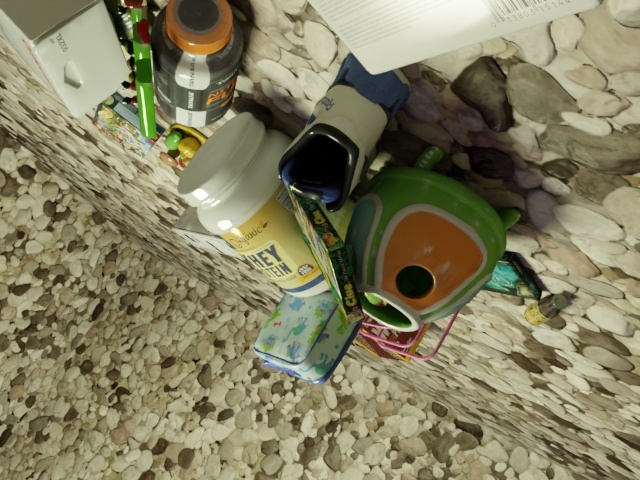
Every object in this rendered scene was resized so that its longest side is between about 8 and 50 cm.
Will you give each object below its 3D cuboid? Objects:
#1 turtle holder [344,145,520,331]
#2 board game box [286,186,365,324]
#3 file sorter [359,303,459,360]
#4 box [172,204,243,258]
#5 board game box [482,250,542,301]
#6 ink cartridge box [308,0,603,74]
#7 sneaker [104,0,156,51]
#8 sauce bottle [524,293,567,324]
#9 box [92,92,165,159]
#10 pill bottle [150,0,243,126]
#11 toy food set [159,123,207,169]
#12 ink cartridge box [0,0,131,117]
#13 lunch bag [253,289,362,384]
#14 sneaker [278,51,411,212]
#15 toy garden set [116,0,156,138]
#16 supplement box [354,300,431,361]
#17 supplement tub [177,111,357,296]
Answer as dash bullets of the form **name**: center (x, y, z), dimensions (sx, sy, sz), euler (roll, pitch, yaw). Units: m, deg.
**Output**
- **turtle holder**: center (0.129, 0.014, 0.996), dimensions (0.243, 0.227, 0.320), euler (42, 160, -30)
- **board game box**: center (0.000, 0.000, 0.940), dimensions (0.259, 0.030, 0.136), euler (-121, 9, -58)
- **file sorter**: center (0.133, 0.100, 1.322), dimensions (0.291, 0.182, 0.202), euler (43, 160, -30)
- **box**: center (-0.243, -0.056, 1.586), dimensions (0.087, 0.169, 0.290), euler (43, 160, -32)
- **board game box**: center (0.302, 0.055, 1.157), dimensions (0.186, 0.026, 0.126), euler (10, 152, 52)
- **ink cartridge box**: center (0.067, -0.282, 0.552), dimensions (0.261, 0.066, 0.296), euler (41, 161, -27)
- **sneaker**: center (-0.301, -0.369, 0.999), dimensions (0.086, 0.064, 0.192), euler (22, 162, -2)
- **sauce bottle**: center (0.409, 0.123, 1.134), dimensions (0.042, 0.042, 0.128), euler (30, 162, 10)
- **box**: center (-0.491, -0.289, 1.588), dimensions (0.159, 0.044, 0.233), euler (37, 163, -17)
- **pill bottle**: center (-0.184, -0.271, 0.929), dimensions (0.130, 0.130, 0.246), euler (34, 164, -4)
- **toy food set**: center (-0.324, -0.203, 1.484), dimensions (0.128, 0.071, 0.218), euler (39, 163, -20)
- **ink cartridge box**: center (-0.463, -0.381, 1.000), dimensions (0.307, 0.129, 0.223), euler (46, 165, 10)
- **lunch bag**: center (-0.030, 0.184, 1.229), dimensions (0.090, 0.176, 0.219), euler (42, 159, -26)
- **sneaker**: center (0.008, -0.125, 0.906), dimensions (0.128, 0.182, 0.315), euler (34, 163, 1)
- **toy garden set**: center (-0.254, -0.295, 0.830), dimensions (0.049, 0.244, 0.203), euler (-5, 150, -14)
- **supplement box**: center (0.159, 0.223, 1.719), dimensions (0.191, 0.129, 0.194), euler (37, 164, -13)
- **supplement tub**: center (-0.085, -0.063, 1.173), dimensions (0.316, 0.228, 0.228), euler (41, 161, -28)
